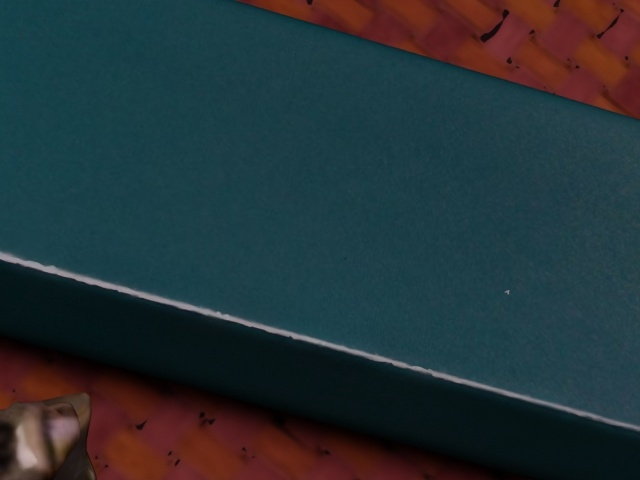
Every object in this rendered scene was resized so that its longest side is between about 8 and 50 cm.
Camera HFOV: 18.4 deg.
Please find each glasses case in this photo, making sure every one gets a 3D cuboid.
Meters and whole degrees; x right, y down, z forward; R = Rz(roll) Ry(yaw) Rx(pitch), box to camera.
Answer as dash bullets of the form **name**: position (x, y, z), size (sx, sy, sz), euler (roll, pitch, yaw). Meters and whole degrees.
- **glasses case**: position (0.000, -0.001, 0.591), size (0.301, 0.070, 0.117), euler (15, 56, -5)

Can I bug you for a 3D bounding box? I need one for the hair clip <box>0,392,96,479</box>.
- **hair clip**: position (-0.192, 0.092, 0.487), size (0.292, 0.084, 0.106), euler (-12, 73, -15)
